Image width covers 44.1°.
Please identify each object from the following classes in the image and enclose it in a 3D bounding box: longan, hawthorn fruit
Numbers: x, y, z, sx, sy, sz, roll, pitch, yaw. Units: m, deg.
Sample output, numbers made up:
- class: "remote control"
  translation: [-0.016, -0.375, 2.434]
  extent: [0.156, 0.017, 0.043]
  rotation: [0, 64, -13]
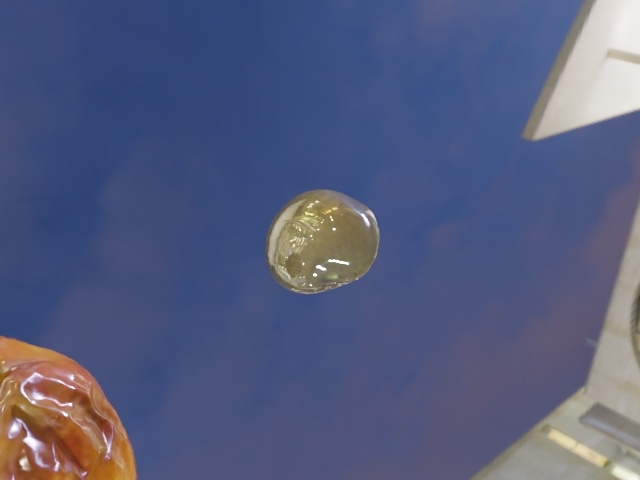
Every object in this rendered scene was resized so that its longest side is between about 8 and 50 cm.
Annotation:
- class: "longan"
  translation: [0.000, 0.000, 1.429]
  extent: [0.198, 0.213, 0.197]
  rotation: [40, -140, -45]
- class: "hawthorn fruit"
  translation: [-0.472, 0.347, 1.071]
  extent: [0.472, 0.472, 0.471]
  rotation: [-28, -49, -38]
